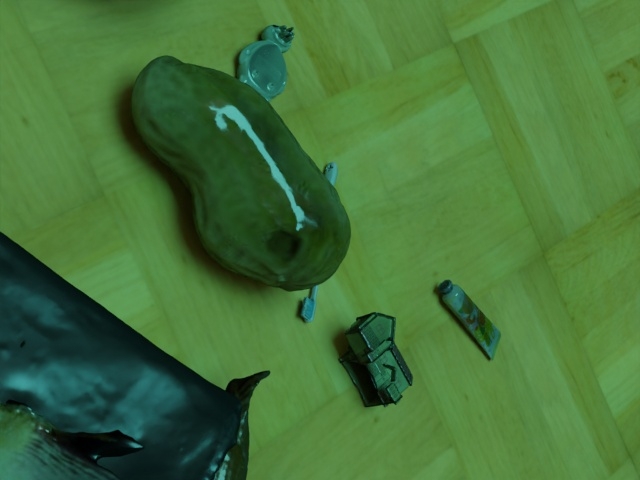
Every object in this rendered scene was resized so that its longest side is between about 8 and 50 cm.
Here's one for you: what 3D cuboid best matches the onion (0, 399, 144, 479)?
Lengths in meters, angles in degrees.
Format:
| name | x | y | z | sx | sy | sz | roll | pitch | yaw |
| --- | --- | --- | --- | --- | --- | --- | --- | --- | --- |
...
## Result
| name | x | y | z | sx | sy | sz | roll | pitch | yaw |
| --- | --- | --- | --- | --- | --- | --- | --- | --- | --- |
| onion | -0.243 | 0.270 | 0.745 | 0.267 | 0.159 | 0.349 | 15 | 53 | 10 |

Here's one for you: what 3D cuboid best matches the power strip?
| name | x | y | z | sx | sy | sz | roll | pitch | yaw |
| --- | --- | --- | --- | --- | --- | --- | --- | --- | --- |
| power strip | -0.046 | -0.164 | 1.175 | 0.055 | 0.035 | 0.083 | 37 | 58 | -28 |

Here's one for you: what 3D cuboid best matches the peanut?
| name | x | y | z | sx | sy | sz | roll | pitch | yaw |
| --- | --- | --- | --- | --- | --- | --- | --- | --- | --- |
| peanut | -0.070 | -0.054 | 1.072 | 0.236 | 0.120 | 0.110 | 48 | 15 | -14 |

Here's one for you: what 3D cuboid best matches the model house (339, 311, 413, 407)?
| name | x | y | z | sx | sy | sz | roll | pitch | yaw |
| --- | --- | --- | --- | --- | --- | --- | --- | --- | --- |
| model house | 0.056 | 0.103 | 1.171 | 0.058 | 0.057 | 0.083 | -35 | 99 | -38 |

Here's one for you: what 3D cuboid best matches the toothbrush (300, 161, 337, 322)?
| name | x | y | z | sx | sy | sz | roll | pitch | yaw |
| --- | --- | --- | --- | --- | --- | --- | --- | --- | --- |
| toothbrush | 0.000 | 0.000 | 1.182 | 0.017 | 0.014 | 0.162 | 43 | 49 | -48 |

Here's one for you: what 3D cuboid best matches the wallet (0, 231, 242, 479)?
| name | x | y | z | sx | sy | sz | roll | pitch | yaw |
| --- | --- | --- | --- | --- | --- | --- | --- | --- | --- |
| wallet | -0.194 | 0.097 | 0.918 | 0.285 | 0.030 | 0.146 | 36 | 50 | -8 |

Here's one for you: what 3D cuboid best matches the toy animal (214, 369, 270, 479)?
| name | x | y | z | sx | sy | sz | roll | pitch | yaw |
| --- | --- | --- | --- | --- | --- | --- | --- | --- | --- |
| toy animal | -0.110 | 0.163 | 0.991 | 0.179 | 0.089 | 0.188 | 32 | 61 | -16 |

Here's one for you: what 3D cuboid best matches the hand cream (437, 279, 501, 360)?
| name | x | y | z | sx | sy | sz | roll | pitch | yaw |
| --- | --- | --- | --- | --- | --- | --- | --- | --- | --- |
| hand cream | 0.153 | 0.077 | 1.292 | 0.102 | 0.022 | 0.035 | 48 | 46 | -27 |
